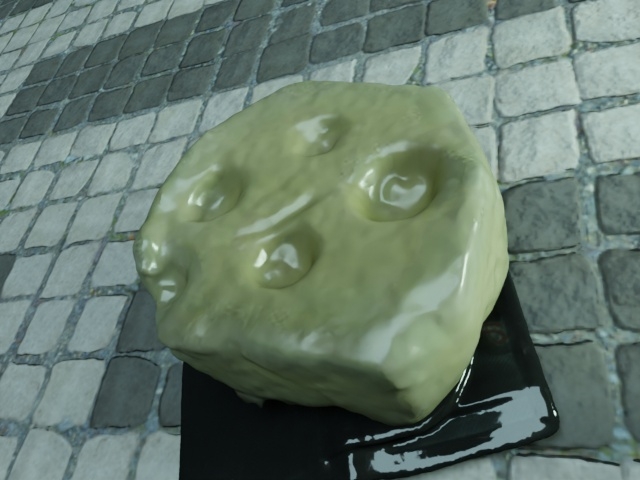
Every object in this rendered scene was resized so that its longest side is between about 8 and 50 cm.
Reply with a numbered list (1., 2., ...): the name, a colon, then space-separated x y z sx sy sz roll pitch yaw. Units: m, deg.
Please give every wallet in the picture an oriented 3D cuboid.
1. wallet: 0.015 0.099 0.514 0.323 0.041 0.247 -21 48 16

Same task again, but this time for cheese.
1. cheese: 0.000 0.000 0.492 0.318 0.115 0.326 -27 47 2
